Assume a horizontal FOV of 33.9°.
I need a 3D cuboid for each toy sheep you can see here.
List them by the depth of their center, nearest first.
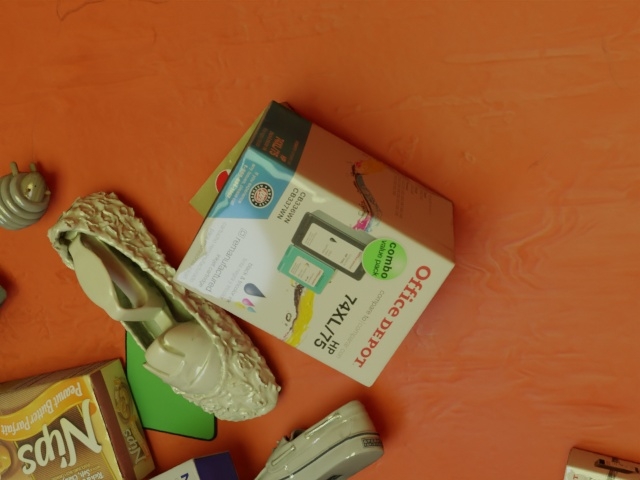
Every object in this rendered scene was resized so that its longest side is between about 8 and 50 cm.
[{"bbox_3d":[-0.441,-0.059,1.532,0.132,0.091,0.091,-36,88,38],"label":"toy sheep"}]

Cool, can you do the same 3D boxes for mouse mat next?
[{"bbox_3d":[-0.221,0.198,1.549,0.152,0.007,0.190,7,104,20],"label":"mouse mat"}]

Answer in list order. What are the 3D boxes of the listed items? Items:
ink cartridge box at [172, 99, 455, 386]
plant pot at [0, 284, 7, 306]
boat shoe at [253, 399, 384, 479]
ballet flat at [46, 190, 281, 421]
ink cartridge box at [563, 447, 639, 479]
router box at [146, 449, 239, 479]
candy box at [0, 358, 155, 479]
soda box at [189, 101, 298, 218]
[{"bbox_3d":[0.000,0.000,1.275,0.270,0.197,0.198,29,113,-7],"label":"ink cartridge box"},{"bbox_3d":[-0.671,0.133,1.589,0.247,0.248,0.252,41,131,8],"label":"plant pot"},{"bbox_3d":[-0.026,0.305,1.456,0.267,0.096,0.088,-40,56,37],"label":"boat shoe"},{"bbox_3d":[-0.233,0.109,1.458,0.409,0.147,0.147,47,114,6],"label":"ballet flat"},{"bbox_3d":[0.371,0.330,1.322,0.135,0.056,0.099,11,107,18],"label":"ink cartridge box"},{"bbox_3d":[-0.203,0.504,1.472,0.301,0.082,0.335,-31,72,29],"label":"router box"},{"bbox_3d":[-0.426,0.302,1.607,0.316,0.087,0.183,-14,97,24],"label":"candy box"},{"bbox_3d":[-0.092,-0.098,1.395,0.058,0.061,0.181,44,114,7],"label":"soda box"}]
